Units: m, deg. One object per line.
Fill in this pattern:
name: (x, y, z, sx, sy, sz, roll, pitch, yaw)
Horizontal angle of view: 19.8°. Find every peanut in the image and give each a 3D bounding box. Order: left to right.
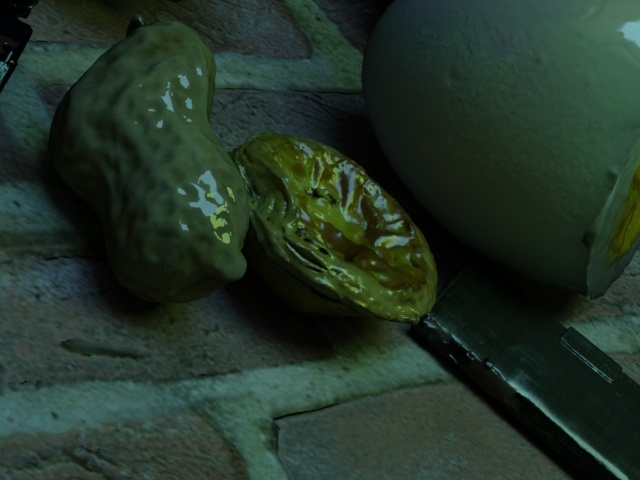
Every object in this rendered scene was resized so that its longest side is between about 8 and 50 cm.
peanut: (-0.151, -0.067, 1.585, 0.143, 0.159, 0.291, 74, 1, -53)

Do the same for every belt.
belt: (-0.293, -0.142, 1.559, 0.058, 0.105, 0.140, 31, 45, -9)

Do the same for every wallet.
wallet: (0.240, 0.150, 1.797, 0.317, 0.044, 0.169, 39, 33, 6)

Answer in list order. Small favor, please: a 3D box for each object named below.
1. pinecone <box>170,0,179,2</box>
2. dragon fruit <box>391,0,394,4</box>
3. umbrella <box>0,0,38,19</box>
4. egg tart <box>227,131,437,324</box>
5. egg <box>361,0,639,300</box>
pinecone: (-0.173, -0.459, 1.875, 0.398, 0.397, 0.397, 27, 31, -18)
dragon fruit: (0.205, -0.357, 2.185, 0.305, 0.305, 0.225, -19, 90, -56)
umbrella: (-0.285, -0.225, 1.633, 0.080, 0.071, 0.224, 16, -3, -28)
egg tart: (0.000, 0.000, 1.681, 0.241, 0.106, 0.241, 32, 27, -19)
egg: (0.208, -0.158, 1.912, 0.340, 0.354, 0.354, 26, 26, 17)
